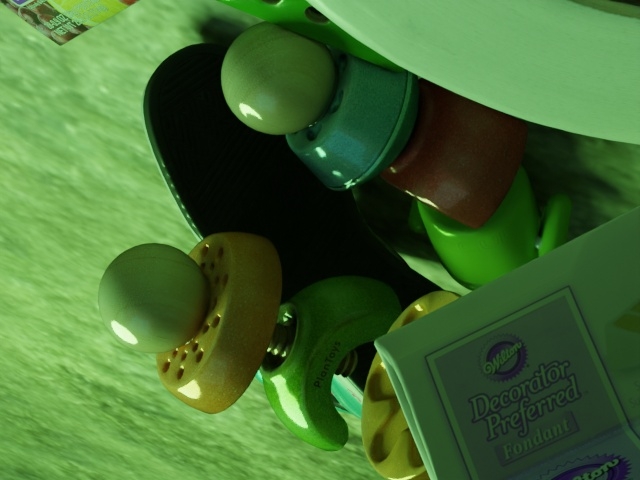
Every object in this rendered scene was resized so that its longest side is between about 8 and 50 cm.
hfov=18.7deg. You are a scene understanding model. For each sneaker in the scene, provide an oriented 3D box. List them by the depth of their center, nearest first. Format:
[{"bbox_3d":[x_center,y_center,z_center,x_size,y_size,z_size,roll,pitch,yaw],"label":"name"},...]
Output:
[{"bbox_3d":[-0.017,0.007,1.228,0.295,0.124,0.178,51,164,-9],"label":"sneaker"}]

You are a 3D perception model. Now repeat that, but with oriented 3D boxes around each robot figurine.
[{"bbox_3d":[0.096,-0.012,1.146,0.101,0.067,0.115,13,153,27],"label":"robot figurine"}]

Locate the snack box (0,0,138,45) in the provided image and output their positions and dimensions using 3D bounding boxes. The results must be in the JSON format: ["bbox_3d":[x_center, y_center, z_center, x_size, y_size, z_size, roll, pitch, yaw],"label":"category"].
[{"bbox_3d":[-0.165,-0.203,0.996,0.207,0.070,0.174,37,152,-22],"label":"snack box"}]

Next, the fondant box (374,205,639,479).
[{"bbox_3d":[0.203,0.089,0.921,0.238,0.096,0.330,-28,146,12],"label":"fondant box"}]

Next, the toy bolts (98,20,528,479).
[{"bbox_3d":[0.000,0.000,1.013,0.158,0.228,0.218,21,-177,-27],"label":"toy bolts"}]

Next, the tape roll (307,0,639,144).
[{"bbox_3d":[0.136,-0.173,0.735,0.392,0.072,0.392,11,149,7],"label":"tape roll"}]

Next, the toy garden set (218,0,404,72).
[{"bbox_3d":[0.077,-0.160,0.901,0.204,0.049,0.244,21,149,-9],"label":"toy garden set"}]
